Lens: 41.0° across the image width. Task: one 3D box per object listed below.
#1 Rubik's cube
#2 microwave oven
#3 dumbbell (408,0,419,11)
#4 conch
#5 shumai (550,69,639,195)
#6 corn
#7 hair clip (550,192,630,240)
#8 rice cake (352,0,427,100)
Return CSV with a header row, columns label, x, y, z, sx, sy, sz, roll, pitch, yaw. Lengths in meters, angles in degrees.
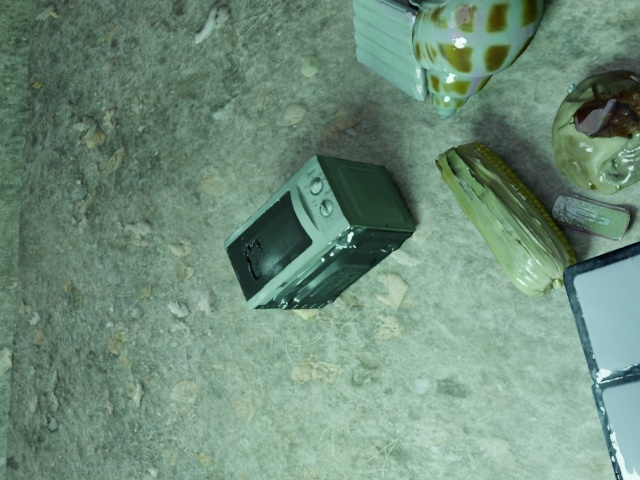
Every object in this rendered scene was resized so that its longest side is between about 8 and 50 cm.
label,x,y,z,sx,sy,sz,roll,pitch,yaw
Rubik's cube,0.538,0.140,1.064,0.318,0.316,0.313,-24,70,39
microwave oven,0.000,0.000,1.649,0.295,0.237,0.181,-41,61,33
dumbbell,0.184,-0.525,1.625,0.110,0.110,0.254,-47,50,31
conch,0.254,-0.394,1.465,0.249,0.197,0.368,40,105,32
shumai,0.436,-0.173,1.329,0.201,0.120,0.201,-4,84,41
corn,0.306,-0.040,1.437,0.122,0.123,0.305,-52,53,29
hair clip,0.436,-0.038,1.382,0.137,0.022,0.054,21,100,44
rice cake,0.134,-0.384,1.642,0.198,0.037,0.189,37,144,45
